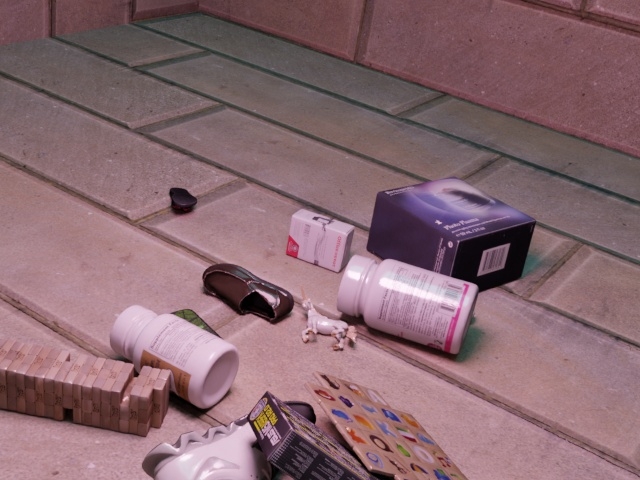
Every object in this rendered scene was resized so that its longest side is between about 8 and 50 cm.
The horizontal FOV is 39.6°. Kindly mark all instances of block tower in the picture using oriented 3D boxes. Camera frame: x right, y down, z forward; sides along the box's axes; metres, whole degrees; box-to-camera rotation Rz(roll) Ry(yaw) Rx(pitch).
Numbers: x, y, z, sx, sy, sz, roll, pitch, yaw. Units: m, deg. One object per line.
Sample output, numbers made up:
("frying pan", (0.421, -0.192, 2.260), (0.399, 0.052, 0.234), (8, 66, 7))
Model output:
("block tower", (-0.444, 0.260, 1.586), (0.336, 0.097, 0.091), (9, 27, 2))

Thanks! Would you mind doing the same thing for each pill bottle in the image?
("pill bottle", (0.190, 0.133, 1.953), (0.283, 0.160, 0.160), (17, 28, 14))
("pill bottle", (-0.280, 0.212, 1.684), (0.229, 0.131, 0.131), (23, 30, 24))

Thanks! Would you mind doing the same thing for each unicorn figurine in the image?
("unicorn figurine", (0.003, 0.181, 1.927), (0.162, 0.060, 0.111), (28, 28, 0))

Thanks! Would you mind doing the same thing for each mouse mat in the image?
("mouse mat", (-0.311, 0.198, 1.840), (0.190, 0.007, 0.153), (-15, 36, -37))

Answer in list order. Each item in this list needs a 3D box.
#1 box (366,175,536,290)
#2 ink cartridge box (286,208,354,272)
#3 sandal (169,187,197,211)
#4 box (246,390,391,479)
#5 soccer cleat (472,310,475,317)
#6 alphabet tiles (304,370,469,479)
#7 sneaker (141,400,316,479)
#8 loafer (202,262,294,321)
("box", (0.327, -0.015, 2.262), (0.296, 0.182, 0.294), (-14, 34, -38))
("ink cartridge box", (0.000, 0.000, 2.203), (0.151, 0.109, 0.063), (19, 25, 18))
("sandal", (-0.370, -0.105, 2.375), (0.067, 0.040, 0.179), (7, 12, -17))
("box", (0.020, 0.353, 1.367), (0.270, 0.060, 0.216), (38, -3, -14))
("soccer cleat", (0.265, 0.133, 2.067), (0.196, 0.076, 0.068), (16, 28, 12))
("alphabet tiles", (0.125, 0.347, 1.546), (0.285, 0.011, 0.342), (24, 14, -39))
("sneaker", (-0.120, 0.373, 1.474), (0.331, 0.122, 0.146), (-14, 53, -39))
("loafer", (-0.169, 0.114, 1.962), (0.220, 0.080, 0.078), (17, 28, 15))
